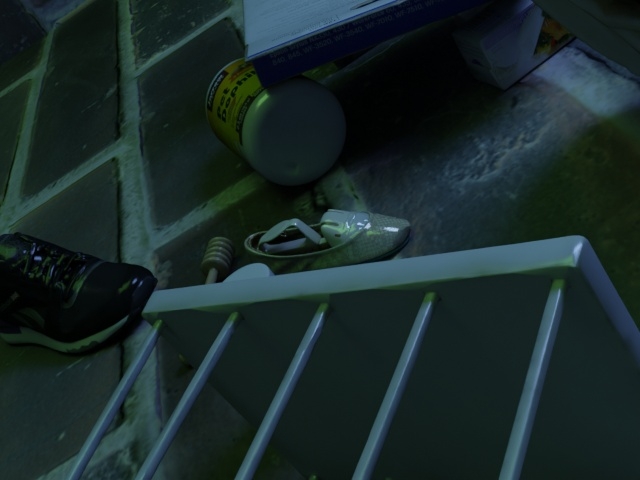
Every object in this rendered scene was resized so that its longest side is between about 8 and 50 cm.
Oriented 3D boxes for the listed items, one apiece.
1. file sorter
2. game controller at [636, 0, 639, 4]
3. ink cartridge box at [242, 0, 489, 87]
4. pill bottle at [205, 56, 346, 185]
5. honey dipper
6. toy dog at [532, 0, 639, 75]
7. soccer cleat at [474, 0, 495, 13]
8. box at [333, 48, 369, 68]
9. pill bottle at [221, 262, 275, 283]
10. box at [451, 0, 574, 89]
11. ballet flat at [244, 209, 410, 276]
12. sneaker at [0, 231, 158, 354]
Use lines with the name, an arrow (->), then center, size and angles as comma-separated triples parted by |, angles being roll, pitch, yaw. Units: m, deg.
file sorter -> 0.024, 0.138, 0.473 | 0.278, 0.193, 0.173 | -9, 42, 39
game controller -> 0.375, -0.201, 0.732 | 0.166, 0.067, 0.319 | -34, 28, 3
ink cartridge box -> 0.066, -0.257, 0.968 | 0.303, 0.072, 0.307 | -20, 29, 5
pill bottle -> -0.061, -0.144, 1.053 | 0.117, 0.117, 0.215 | -39, 29, -6
honey dipper -> -0.113, 0.058, 0.899 | 0.030, 0.030, 0.160 | -21, 33, 24
toy dog -> 0.281, -0.341, 0.594 | 0.408, 0.395, 0.284 | -58, 18, 5
soccer cleat -> 0.223, -0.335, 1.094 | 0.076, 0.068, 0.196 | -19, 35, 33
box -> 0.099, -0.455, 1.140 | 0.395, 0.318, 0.097 | -34, 28, 5
pill bottle -> -0.027, 0.075, 0.687 | 0.067, 0.120, 0.067 | -26, 31, 17
box -> 0.285, -0.276, 0.941 | 0.324, 0.063, 0.067 | -38, 30, -4
ballet flat -> 0.000, 0.000, 0.841 | 0.168, 0.052, 0.057 | -16, 34, 30
sneaker -> -0.308, 0.049, 1.017 | 0.283, 0.124, 0.107 | -9, 39, 39
